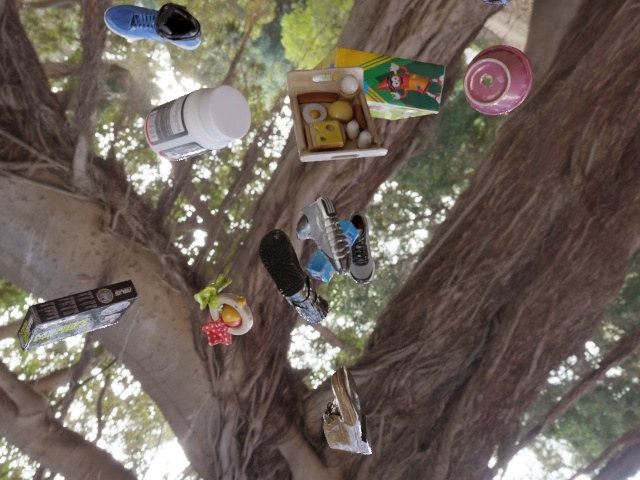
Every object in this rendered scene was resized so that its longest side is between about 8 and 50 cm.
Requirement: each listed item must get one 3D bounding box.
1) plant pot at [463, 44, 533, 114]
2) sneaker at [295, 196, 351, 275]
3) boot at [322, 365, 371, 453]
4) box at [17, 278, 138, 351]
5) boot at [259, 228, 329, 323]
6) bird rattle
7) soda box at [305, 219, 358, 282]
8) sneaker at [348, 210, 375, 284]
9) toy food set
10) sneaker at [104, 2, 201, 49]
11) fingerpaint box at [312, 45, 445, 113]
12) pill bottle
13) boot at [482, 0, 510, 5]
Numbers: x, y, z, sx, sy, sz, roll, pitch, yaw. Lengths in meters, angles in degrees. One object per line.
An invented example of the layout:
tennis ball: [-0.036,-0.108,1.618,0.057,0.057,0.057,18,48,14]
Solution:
plant pot: [0.507,-0.468,1.475,0.201,0.201,0.180,40,-147,13]
sneaker: [0.000,0.000,1.436,0.086,0.132,0.229,-6,-102,-61]
boot: [0.051,0.438,1.262,0.115,0.306,0.112,-6,-145,12]
box: [-0.674,0.208,1.396,0.270,0.216,0.060,-16,-106,-45]
boot: [-0.104,0.143,1.941,0.260,0.131,0.348,50,-167,-52]
bird rattle: [-0.327,0.258,1.718,0.206,0.254,0.143,6,-157,29]
soda box: [0.041,0.033,1.686,0.071,0.210,0.067,14,153,42]
sneaker: [0.135,0.023,1.799,0.108,0.100,0.272,50,-146,-71]
toy food set: [0.037,-0.341,1.331,0.219,0.092,0.306,-6,-121,-7]
sneaker: [-0.264,-0.347,0.793,0.152,0.058,0.084,11,-179,-17]
fingerpaint box: [0.178,-0.549,1.800,0.370,0.163,0.445,6,-171,-11]
pill bottle: [-0.327,-0.312,1.337,0.283,0.162,0.161,-3,178,40]
boot: [0.320,-0.513,0.976,0.069,0.086,0.190,22,-162,-29]
